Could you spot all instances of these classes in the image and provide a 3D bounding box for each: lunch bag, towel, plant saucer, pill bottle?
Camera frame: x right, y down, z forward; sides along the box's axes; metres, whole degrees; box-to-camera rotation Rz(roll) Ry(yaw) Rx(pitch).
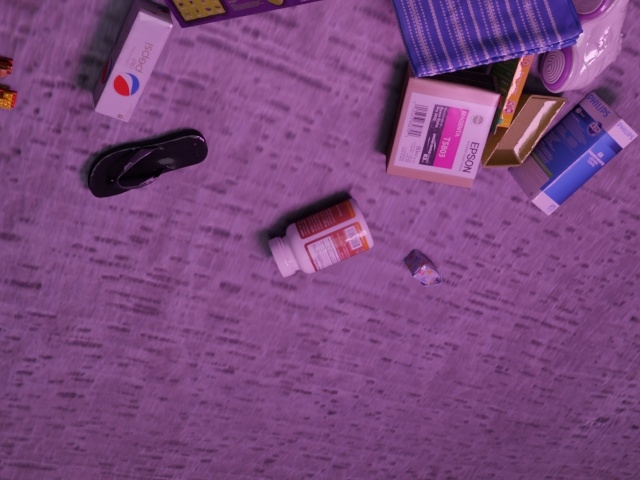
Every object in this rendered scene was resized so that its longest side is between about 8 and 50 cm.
[{"bbox_3d":[0.251,0.072,2.134,0.083,0.071,0.053,27,114,-34],"label":"lunch bag"},{"bbox_3d":[0.305,-0.450,1.656,0.336,0.243,0.040,-14,171,-7],"label":"towel"},{"bbox_3d":[0.431,-0.247,1.920,0.188,0.045,0.188,-8,136,-51],"label":"plant saucer"},{"bbox_3d":[0.000,0.000,1.964,0.216,0.121,0.121,-23,131,1],"label":"pill bottle"}]

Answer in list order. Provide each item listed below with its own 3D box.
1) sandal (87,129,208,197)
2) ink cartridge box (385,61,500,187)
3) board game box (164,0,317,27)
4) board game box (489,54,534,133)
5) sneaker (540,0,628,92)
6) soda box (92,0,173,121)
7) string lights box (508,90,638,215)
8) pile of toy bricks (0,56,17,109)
[{"bbox_3d":[-0.350,-0.153,1.771,0.254,0.054,0.097,-22,130,0],"label":"sandal"},{"bbox_3d":[0.251,-0.239,1.847,0.193,0.088,0.235,9,125,-2],"label":"ink cartridge box"},{"bbox_3d":[-0.142,-0.473,1.469,0.346,0.056,0.208,-2,143,31],"label":"board game box"},{"bbox_3d":[0.389,-0.354,1.805,0.039,0.124,0.259,8,125,-12],"label":"board game box"},{"bbox_3d":[0.570,-0.446,1.823,0.152,0.114,0.305,-4,134,-33],"label":"sneaker"},{"bbox_3d":[-0.347,-0.330,1.619,0.069,0.074,0.216,16,120,-28],"label":"soda box"},{"bbox_3d":[0.562,-0.196,1.982,0.076,0.133,0.259,33,112,-34],"label":"string lights box"},{"bbox_3d":[-0.641,-0.275,1.547,0.212,0.105,0.118,8,124,-23],"label":"pile of toy bricks"}]
